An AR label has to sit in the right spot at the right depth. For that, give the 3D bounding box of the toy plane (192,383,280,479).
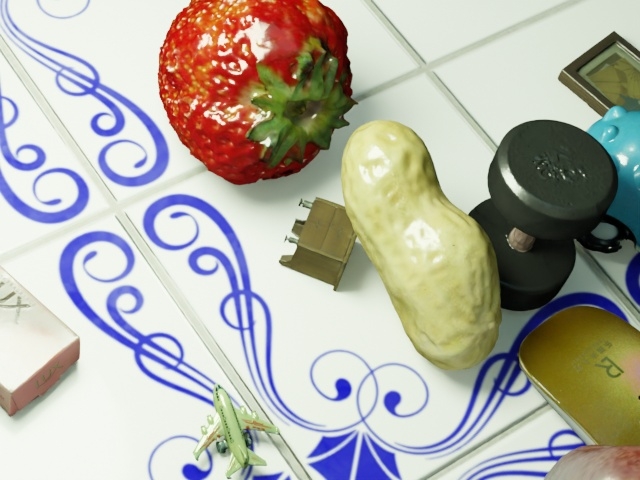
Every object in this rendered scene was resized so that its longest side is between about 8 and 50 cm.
[{"bbox_3d":[-0.102,0.215,1.578,0.102,0.040,0.111,-13,60,-21],"label":"toy plane"}]

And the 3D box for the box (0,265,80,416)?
[{"bbox_3d":[-0.361,0.111,1.586,0.156,0.060,0.111,39,57,14],"label":"box"}]

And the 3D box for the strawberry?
[{"bbox_3d":[-0.095,-0.215,1.753,0.257,0.257,0.277,-33,55,-28],"label":"strawberry"}]

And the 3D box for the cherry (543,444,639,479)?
[{"bbox_3d":[0.324,0.333,1.476,0.206,0.239,0.239,27,52,-23],"label":"cherry"}]

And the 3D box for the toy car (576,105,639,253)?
[{"bbox_3d":[0.447,-0.079,1.794,0.255,0.190,0.188,20,55,0],"label":"toy car"}]

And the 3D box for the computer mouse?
[{"bbox_3d":[0.374,0.207,1.662,0.158,0.072,0.310,-32,69,-25],"label":"computer mouse"}]

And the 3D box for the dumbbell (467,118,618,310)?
[{"bbox_3d":[0.261,-0.028,1.703,0.152,0.218,0.152,6,56,-8],"label":"dumbbell"}]

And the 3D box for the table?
[{"bbox_3d":[0.000,0.000,1.722,0.082,0.070,0.083,20,56,2],"label":"table"}]

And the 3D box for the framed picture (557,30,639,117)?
[{"bbox_3d":[0.441,-0.214,1.980,0.128,0.023,0.168,-37,70,-29],"label":"framed picture"}]

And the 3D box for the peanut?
[{"bbox_3d":[0.127,0.002,1.658,0.147,0.147,0.319,-23,88,-24],"label":"peanut"}]
